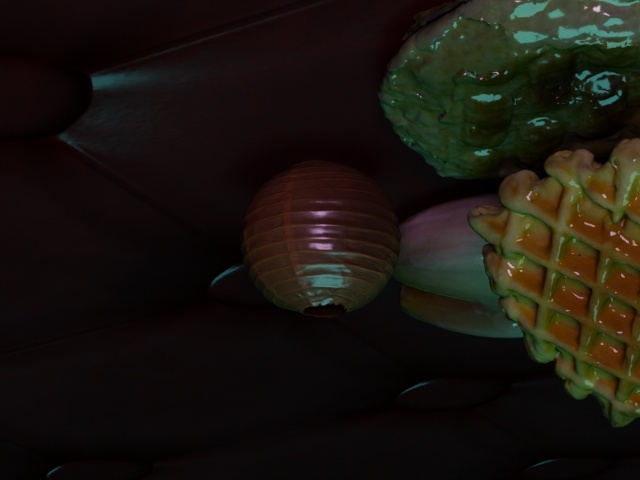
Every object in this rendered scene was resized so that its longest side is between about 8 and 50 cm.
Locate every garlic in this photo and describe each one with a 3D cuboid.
[{"bbox_3d":[0.173,0.028,1.663,0.228,0.110,0.217,-11,155,11],"label":"garlic"}]

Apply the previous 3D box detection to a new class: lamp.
[{"bbox_3d":[0.000,0.000,1.507,0.136,0.136,0.136,-6,159,-2],"label":"lamp"}]

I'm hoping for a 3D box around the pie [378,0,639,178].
[{"bbox_3d":[0.185,-0.120,1.339,0.306,0.071,0.306,-6,157,-3],"label":"pie"}]

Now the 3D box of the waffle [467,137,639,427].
[{"bbox_3d":[0.243,0.043,1.395,0.250,0.056,0.261,-24,110,43],"label":"waffle"}]
